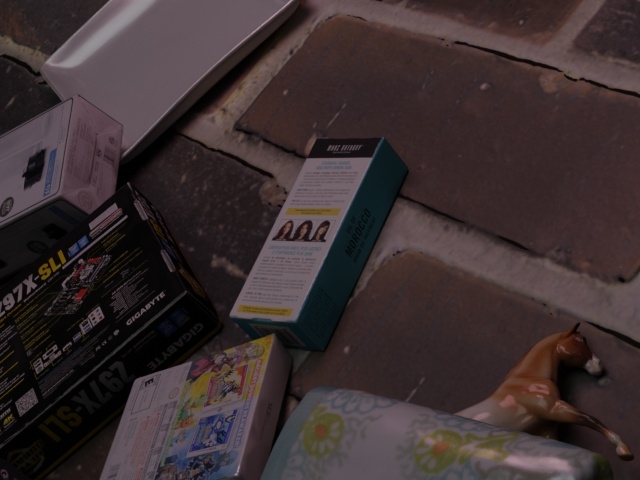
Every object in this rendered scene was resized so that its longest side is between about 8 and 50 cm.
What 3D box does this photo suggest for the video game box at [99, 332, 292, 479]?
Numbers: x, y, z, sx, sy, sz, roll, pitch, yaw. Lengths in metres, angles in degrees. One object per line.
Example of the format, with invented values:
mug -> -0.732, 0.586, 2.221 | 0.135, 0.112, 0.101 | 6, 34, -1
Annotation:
video game box -> -0.132, 0.201, 1.569 | 0.187, 0.048, 0.205 | -21, 32, 26

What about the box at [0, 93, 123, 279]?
box -> -0.395, -0.054, 1.983 | 0.290, 0.087, 0.169 | -22, 49, 34

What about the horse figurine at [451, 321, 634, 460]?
horse figurine -> 0.157, 0.193, 1.348 | 0.263, 0.066, 0.174 | -36, 45, 4

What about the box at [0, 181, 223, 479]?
box -> -0.292, 0.112, 1.792 | 0.322, 0.079, 0.257 | -40, 37, 3

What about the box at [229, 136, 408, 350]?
box -> 0.000, 0.000, 1.660 | 0.100, 0.060, 0.244 | 2, 56, 41

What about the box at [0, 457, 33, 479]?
box -> -0.475, 0.411, 1.586 | 0.343, 0.179, 0.312 | -27, 42, 19

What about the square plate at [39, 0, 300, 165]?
square plate -> -0.207, -0.278, 2.102 | 0.347, 0.049, 0.344 | -42, 38, 0

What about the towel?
towel -> 0.051, 0.320, 1.248 | 0.320, 0.090, 0.374 | 10, 76, 43
